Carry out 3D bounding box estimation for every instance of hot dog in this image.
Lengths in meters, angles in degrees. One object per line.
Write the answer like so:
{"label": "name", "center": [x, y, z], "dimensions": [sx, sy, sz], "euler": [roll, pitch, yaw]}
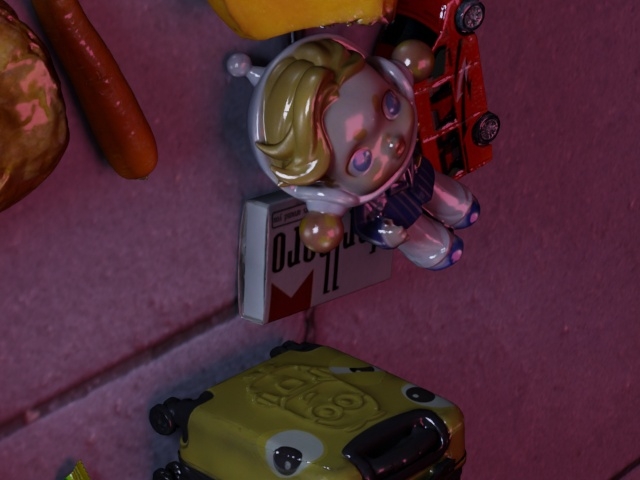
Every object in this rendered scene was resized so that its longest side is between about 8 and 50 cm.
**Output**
{"label": "hot dog", "center": [-0.301, -0.054, 1.192], "dimensions": [0.272, 0.122, 0.196], "euler": [-35, 130, -30]}

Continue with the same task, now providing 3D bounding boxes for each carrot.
{"label": "carrot", "center": [-0.177, -0.138, 1.363], "dimensions": [0.043, 0.043, 0.248], "euler": [-47, 136, -25]}

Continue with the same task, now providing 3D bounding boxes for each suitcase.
{"label": "suitcase", "center": [-0.005, 0.196, 1.569], "dimensions": [0.194, 0.234, 0.143], "euler": [-23, 124, -43]}

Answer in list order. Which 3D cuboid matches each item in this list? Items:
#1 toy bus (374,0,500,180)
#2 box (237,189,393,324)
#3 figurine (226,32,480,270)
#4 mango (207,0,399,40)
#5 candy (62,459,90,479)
{"label": "toy bus", "center": [0.099, -0.148, 1.662], "dimensions": [0.089, 0.081, 0.195], "euler": [-32, 131, -25]}
{"label": "box", "center": [0.000, 0.000, 1.644], "dimensions": [0.177, 0.036, 0.115], "euler": [-18, 119, -45]}
{"label": "figurine", "center": [0.043, -0.082, 1.570], "dimensions": [0.274, 0.133, 0.194], "euler": [9, 96, -49]}
{"label": "mango", "center": [-0.025, -0.292, 1.399], "dimensions": [0.187, 0.138, 0.257], "euler": [-17, 117, -24]}
{"label": "candy", "center": [-0.240, 0.271, 1.488], "dimensions": [0.178, 0.032, 0.102], "euler": [-42, 135, -30]}
